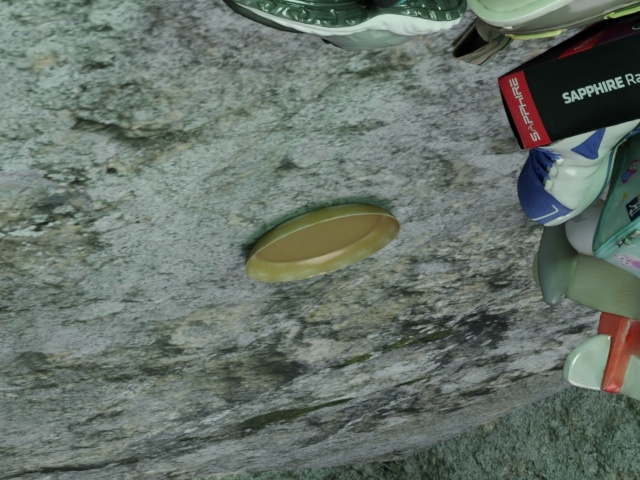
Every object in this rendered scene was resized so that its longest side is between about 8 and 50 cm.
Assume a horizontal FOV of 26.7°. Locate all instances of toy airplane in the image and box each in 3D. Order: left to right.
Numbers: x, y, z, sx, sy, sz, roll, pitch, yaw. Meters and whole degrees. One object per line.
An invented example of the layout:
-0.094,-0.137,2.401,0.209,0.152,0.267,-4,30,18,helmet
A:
0.463,0.051,2.047,0.272,0.384,0.386,36,126,-23,toy airplane

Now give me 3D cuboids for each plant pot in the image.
0.000,0.000,1.958,0.236,0.032,0.236,-16,161,-6,plant pot

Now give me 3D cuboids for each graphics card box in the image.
0.391,-0.205,1.369,0.371,0.094,0.233,-12,-166,47,graphics card box

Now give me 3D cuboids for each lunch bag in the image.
0.452,-0.090,1.749,0.108,0.279,0.224,29,152,-8,lunch bag

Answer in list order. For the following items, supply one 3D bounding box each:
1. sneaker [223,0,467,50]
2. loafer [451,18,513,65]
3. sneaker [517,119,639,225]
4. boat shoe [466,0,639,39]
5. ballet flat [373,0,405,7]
0.012,-0.217,1.248,0.272,0.100,0.108,-1,161,-40,sneaker
0.181,-0.224,1.463,0.039,0.045,0.125,-4,161,-17,loafer
0.304,-0.145,1.703,0.182,0.127,0.315,-3,150,-27,sneaker
0.303,-0.278,1.313,0.325,0.116,0.097,-18,167,14,boat shoe
0.079,-0.303,1.089,0.096,0.095,0.280,5,142,-29,ballet flat
